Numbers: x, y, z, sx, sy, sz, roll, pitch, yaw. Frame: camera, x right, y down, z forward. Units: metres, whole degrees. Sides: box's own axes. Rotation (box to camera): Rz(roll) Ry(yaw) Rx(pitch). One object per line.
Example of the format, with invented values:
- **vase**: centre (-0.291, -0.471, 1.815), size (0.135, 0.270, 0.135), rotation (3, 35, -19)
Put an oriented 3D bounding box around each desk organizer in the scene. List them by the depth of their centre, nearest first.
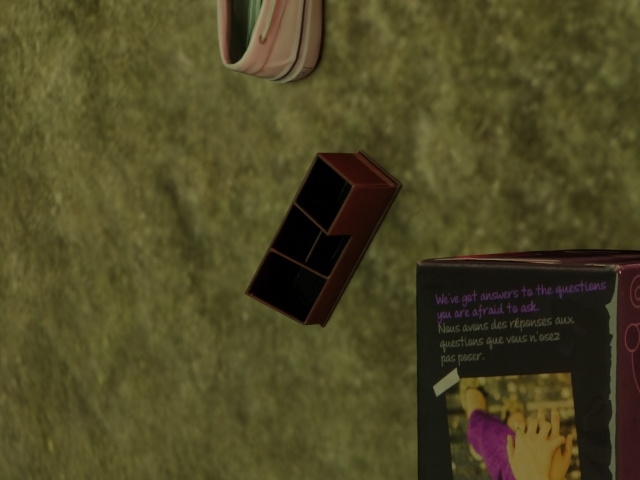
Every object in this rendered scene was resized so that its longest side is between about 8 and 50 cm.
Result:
- **desk organizer**: centre (0.000, 0.000, 1.150), size (0.047, 0.050, 0.130), rotation (43, 118, 31)

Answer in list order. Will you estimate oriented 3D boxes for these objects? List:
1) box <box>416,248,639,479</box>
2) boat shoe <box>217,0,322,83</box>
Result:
- **box**: centre (0.159, 0.142, 0.942), size (0.143, 0.165, 0.270), rotation (2, 92, 41)
- **boat shoe**: centre (-0.039, -0.230, 1.159), size (0.083, 0.076, 0.226), rotation (-6, 88, 41)
